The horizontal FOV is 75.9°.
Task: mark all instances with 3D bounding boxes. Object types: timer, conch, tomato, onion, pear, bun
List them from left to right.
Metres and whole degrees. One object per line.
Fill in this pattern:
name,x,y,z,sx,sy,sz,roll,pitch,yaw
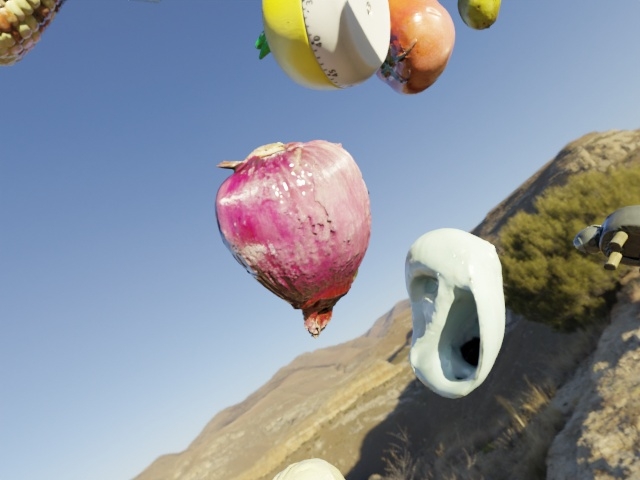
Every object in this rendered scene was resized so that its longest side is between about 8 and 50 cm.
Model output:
bun,-0.017,0.217,0.330,0.086,0.055,0.086,-40,24,22
timer,-0.024,-0.429,0.818,0.285,0.285,0.285,-30,-17,-10
onion,0.000,0.000,0.672,0.267,0.348,0.159,-31,16,-37
tomato,0.309,-0.681,1.392,0.273,0.341,0.341,-33,-17,-7
conch,0.181,0.093,0.550,0.121,0.220,0.185,-2,0,3
pear,0.404,-0.602,1.042,0.107,0.131,0.107,-32,9,6

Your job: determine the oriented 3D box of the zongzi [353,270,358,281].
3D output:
zongzi,-0.005,0.036,1.286,0.112,0.242,0.221,-52,22,-12

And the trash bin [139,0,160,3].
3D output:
trash bin,-0.428,-0.572,0.739,0.159,0.222,0.343,-24,13,23

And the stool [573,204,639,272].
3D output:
stool,0.796,0.014,1.069,0.139,0.153,0.228,-49,2,-32

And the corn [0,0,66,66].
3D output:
corn,-0.244,-0.273,0.360,0.253,0.086,0.086,-62,-15,-7
